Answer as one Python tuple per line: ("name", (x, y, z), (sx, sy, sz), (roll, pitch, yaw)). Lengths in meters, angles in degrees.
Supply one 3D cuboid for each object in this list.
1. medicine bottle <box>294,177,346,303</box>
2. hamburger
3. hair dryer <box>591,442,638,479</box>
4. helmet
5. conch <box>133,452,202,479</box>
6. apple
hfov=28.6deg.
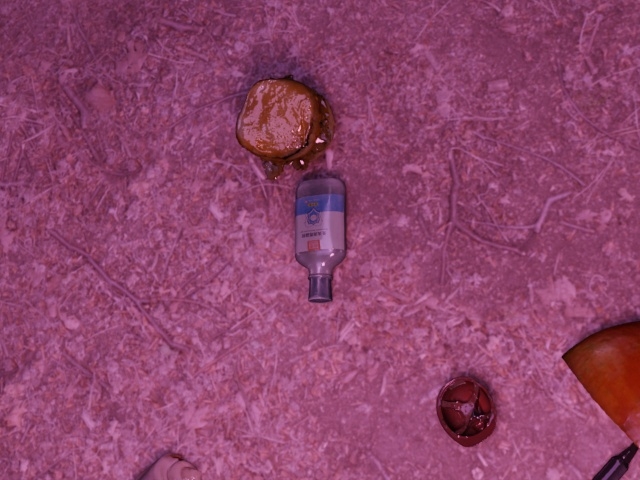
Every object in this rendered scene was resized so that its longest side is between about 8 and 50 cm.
("medicine bottle", (0.000, 0.000, 2.110), (0.090, 0.053, 0.209), (-6, 73, 21))
("hamburger", (-0.057, -0.189, 2.153), (0.159, 0.131, 0.185), (20, 90, 17))
("hair dryer", (0.386, 0.363, 1.858), (0.173, 0.050, 0.195), (27, 82, 25))
("helmet", (0.231, 0.269, 1.937), (0.089, 0.057, 0.111), (-28, 61, 9))
("conch", (-0.264, 0.419, 2.099), (0.176, 0.094, 0.104), (-38, 76, 38))
("apple", (0.506, 0.238, 1.798), (0.346, 0.254, 0.179), (49, 139, 27))
